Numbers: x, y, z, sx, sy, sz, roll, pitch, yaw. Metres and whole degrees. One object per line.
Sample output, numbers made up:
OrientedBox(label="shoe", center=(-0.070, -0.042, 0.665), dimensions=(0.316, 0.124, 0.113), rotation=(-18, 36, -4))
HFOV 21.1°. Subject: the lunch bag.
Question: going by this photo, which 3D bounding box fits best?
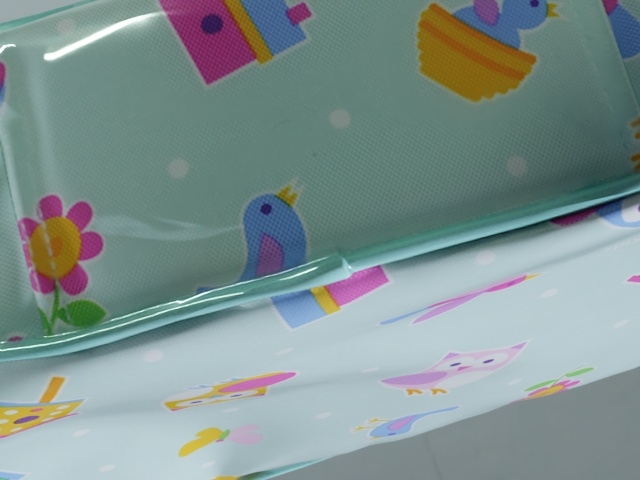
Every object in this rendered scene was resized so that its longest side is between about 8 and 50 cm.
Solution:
OrientedBox(label="lunch bag", center=(0.000, 0.000, 0.532), dimensions=(0.279, 0.224, 0.108), rotation=(-16, 71, 0))
